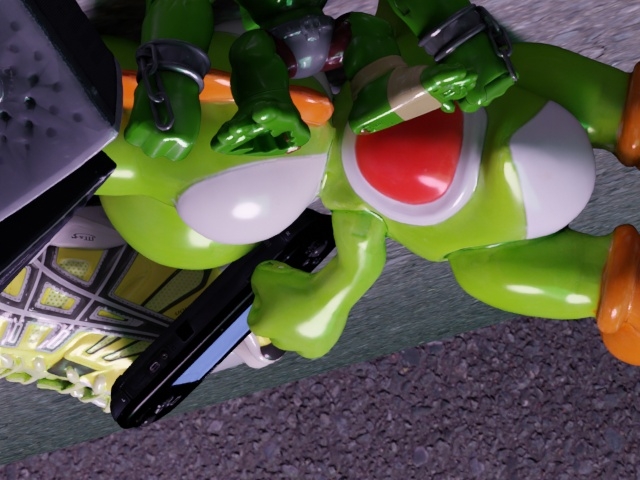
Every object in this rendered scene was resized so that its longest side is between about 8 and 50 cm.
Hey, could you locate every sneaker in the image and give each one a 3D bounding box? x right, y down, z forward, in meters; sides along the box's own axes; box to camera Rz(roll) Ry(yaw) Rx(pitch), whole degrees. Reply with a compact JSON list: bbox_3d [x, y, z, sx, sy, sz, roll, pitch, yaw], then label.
[{"bbox_3d":[-0.187,0.053,1.371,0.384,0.147,0.145,-13,171,-21],"label":"sneaker"}]

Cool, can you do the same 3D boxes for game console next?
[{"bbox_3d":[0.000,0.000,1.312,0.361,0.044,0.213,-45,161,9],"label":"game console"}]

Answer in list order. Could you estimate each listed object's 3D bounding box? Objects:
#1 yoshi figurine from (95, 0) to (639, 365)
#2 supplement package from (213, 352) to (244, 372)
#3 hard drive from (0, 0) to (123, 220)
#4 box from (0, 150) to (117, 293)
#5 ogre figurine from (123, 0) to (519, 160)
[{"bbox_3d":[0.026,-0.038,1.051,0.362,0.203,0.203,10,127,-3],"label":"yoshi figurine"},{"bbox_3d":[-0.122,0.068,1.704,0.179,0.105,0.105,-18,171,0],"label":"supplement package"},{"bbox_3d":[-0.200,-0.057,0.673,0.254,0.172,0.054,-25,-162,29],"label":"hard drive"},{"bbox_3d":[-0.193,0.012,0.830,0.158,0.093,0.156,-44,-176,27],"label":"box"},{"bbox_3d":[-0.010,-0.103,0.877,0.197,0.118,0.097,-17,167,-12],"label":"ogre figurine"}]
